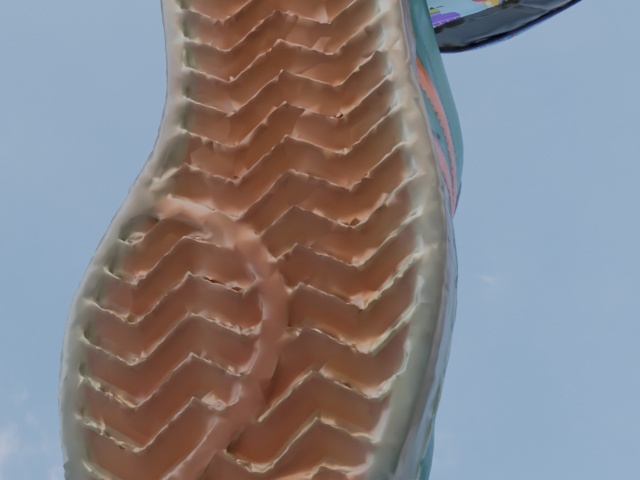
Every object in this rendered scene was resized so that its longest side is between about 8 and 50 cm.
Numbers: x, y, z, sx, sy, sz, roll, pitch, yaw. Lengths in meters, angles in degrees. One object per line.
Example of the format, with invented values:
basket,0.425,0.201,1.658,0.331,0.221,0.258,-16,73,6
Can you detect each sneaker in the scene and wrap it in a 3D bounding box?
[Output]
sneaker,0.000,0.000,0.476,0.108,0.121,0.302,-7,-127,16

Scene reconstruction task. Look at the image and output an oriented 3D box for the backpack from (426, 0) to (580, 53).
backpack,0.073,-0.170,0.664,0.173,0.117,0.158,-26,-52,26
